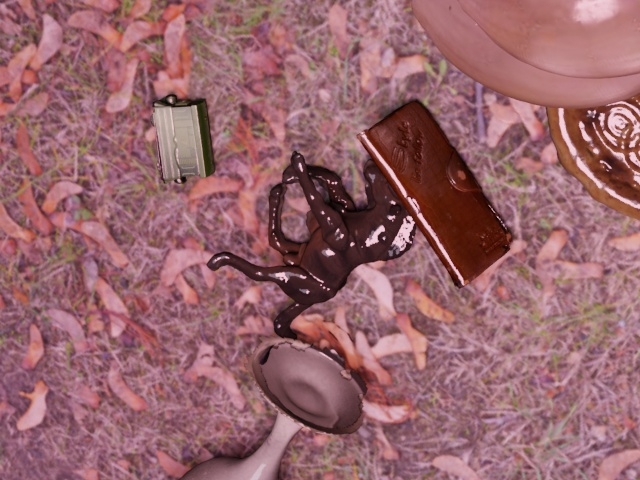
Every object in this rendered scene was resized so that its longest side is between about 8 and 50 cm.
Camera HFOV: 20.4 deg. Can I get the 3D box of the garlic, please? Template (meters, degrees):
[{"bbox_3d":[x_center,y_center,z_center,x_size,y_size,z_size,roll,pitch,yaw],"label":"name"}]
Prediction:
[{"bbox_3d":[0.201,-0.238,1.537,0.340,0.231,0.245,9,96,19],"label":"garlic"}]

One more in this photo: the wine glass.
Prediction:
[{"bbox_3d":[-0.079,0.252,1.834,0.143,0.143,0.321,35,120,6],"label":"wine glass"}]

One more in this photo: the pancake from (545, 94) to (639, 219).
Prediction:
[{"bbox_3d":[0.321,-0.117,1.650,0.235,0.029,0.212,6,107,20],"label":"pancake"}]

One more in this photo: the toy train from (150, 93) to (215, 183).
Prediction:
[{"bbox_3d":[-0.139,-0.103,1.805,0.056,0.038,0.093,-2,105,17],"label":"toy train"}]

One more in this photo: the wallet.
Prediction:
[{"bbox_3d":[0.113,-0.048,1.707,0.176,0.095,0.026,56,139,-2],"label":"wallet"}]

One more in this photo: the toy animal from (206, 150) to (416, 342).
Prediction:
[{"bbox_3d":[0.000,0.000,1.765,0.148,0.084,0.232,40,111,2],"label":"toy animal"}]
